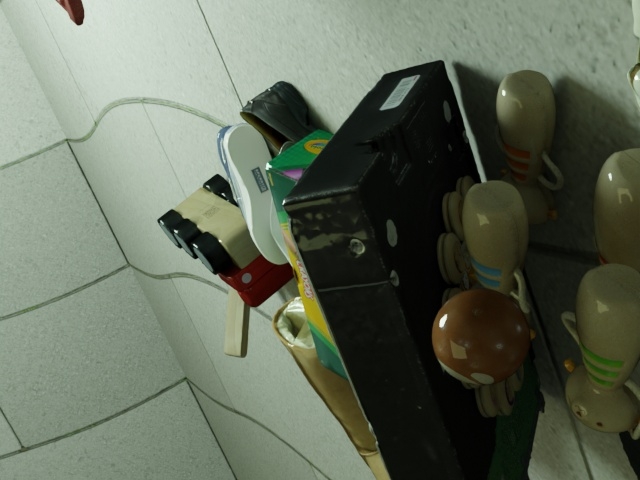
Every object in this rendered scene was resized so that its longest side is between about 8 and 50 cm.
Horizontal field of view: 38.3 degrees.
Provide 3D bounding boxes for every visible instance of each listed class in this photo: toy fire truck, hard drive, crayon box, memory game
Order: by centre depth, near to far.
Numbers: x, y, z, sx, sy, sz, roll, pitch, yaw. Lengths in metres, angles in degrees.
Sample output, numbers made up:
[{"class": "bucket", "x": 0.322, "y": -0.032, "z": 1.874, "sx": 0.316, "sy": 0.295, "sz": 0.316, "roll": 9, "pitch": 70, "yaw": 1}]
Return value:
[{"class": "memory game", "x": 0.126, "y": 0.042, "z": 0.697, "sx": 0.012, "sy": 0.186, "sz": 0.186, "roll": -9, "pitch": 116, "yaw": 26}, {"class": "hard drive", "x": 0.090, "y": 0.061, "z": 0.703, "sx": 0.064, "sy": 0.237, "sz": 0.338, "roll": -10, "pitch": 116, "yaw": 27}, {"class": "crayon box", "x": 0.056, "y": 0.041, "z": 0.922, "sx": 0.165, "sy": 0.081, "sz": 0.278, "roll": 25, "pitch": 142, "yaw": 40}, {"class": "toy fire truck", "x": -0.121, "y": 0.056, "z": 1.365, "sx": 0.217, "sy": 0.158, "sz": 0.246, "roll": 27, "pitch": 154, "yaw": 57}]

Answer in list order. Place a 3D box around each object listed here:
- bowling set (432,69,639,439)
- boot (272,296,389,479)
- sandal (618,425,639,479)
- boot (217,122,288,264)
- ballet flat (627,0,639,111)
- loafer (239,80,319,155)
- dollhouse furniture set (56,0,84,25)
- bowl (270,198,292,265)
[{"class": "bowling set", "x": 0.146, "y": 0.039, "z": 0.577, "sx": 0.287, "sy": 0.200, "sz": 0.154, "roll": 48, "pitch": 161, "yaw": 41}, {"class": "boot", "x": 0.056, "y": 0.217, "z": 1.136, "sx": 0.269, "sy": 0.089, "sz": 0.236, "roll": 59, "pitch": 165, "yaw": -27}, {"class": "sandal", "x": 0.305, "y": 0.307, "z": 0.661, "sx": 0.167, "sy": 0.107, "sz": 0.445, "roll": 18, "pitch": 136, "yaw": 64}, {"class": "boot", "x": -0.081, "y": -0.064, "z": 1.206, "sx": 0.086, "sy": 0.069, "sz": 0.189, "roll": -157, "pitch": 49, "yaw": -71}, {"class": "ballet flat", "x": 0.182, "y": -0.105, "z": 0.482, "sx": 0.057, "sy": 0.052, "sz": 0.168, "roll": 39, "pitch": 152, "yaw": 46}, {"class": "loafer", "x": -0.022, "y": -0.095, "z": 0.998, "sx": 0.170, "sy": 0.061, "sz": 0.062, "roll": 52, "pitch": 158, "yaw": 22}, {"class": "dollhouse furniture set", "x": -0.264, "y": -0.406, "z": 0.956, "sx": 0.374, "sy": 0.201, "sz": 0.152, "roll": 46, "pitch": 156, "yaw": 35}, {"class": "bowl", "x": 0.000, "y": 0.000, "z": 1.093, "sx": 0.142, "sy": 0.053, "sz": 0.142, "roll": 54, "pitch": 160, "yaw": 21}]
